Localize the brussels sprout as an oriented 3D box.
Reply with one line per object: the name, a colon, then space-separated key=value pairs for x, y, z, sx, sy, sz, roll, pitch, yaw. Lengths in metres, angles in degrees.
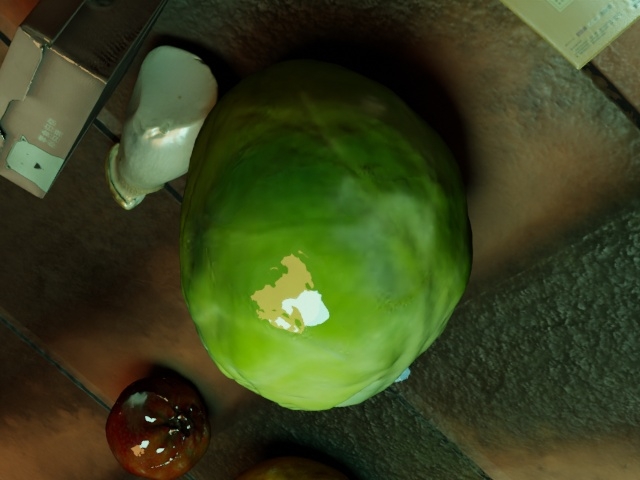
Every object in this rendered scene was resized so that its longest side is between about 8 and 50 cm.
brussels sprout: x=0.000 y=0.000 z=0.965 sx=0.268 sy=0.344 sz=0.344 roll=-3 pitch=137 yaw=-12

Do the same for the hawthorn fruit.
hawthorn fruit: x=-0.236 y=0.266 z=1.442 sx=0.148 sy=0.148 sz=0.172 roll=46 pitch=143 yaw=-15

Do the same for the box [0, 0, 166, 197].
box: x=-0.228 y=-0.173 z=0.965 sx=0.086 sy=0.215 sz=0.215 roll=32 pitch=139 yaw=-12

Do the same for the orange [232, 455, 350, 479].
orange: x=-0.040 y=0.414 z=1.403 sx=0.240 sy=0.240 sz=0.240 roll=17 pitch=136 yaw=17

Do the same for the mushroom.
mushroom: x=-0.170 y=-0.105 z=1.089 sx=0.225 sy=0.093 sz=0.116 roll=121 pitch=135 yaw=-55

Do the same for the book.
book: x=0.183 y=-0.226 z=0.817 sx=0.172 sy=0.012 sz=0.118 roll=39 pitch=138 yaw=-8

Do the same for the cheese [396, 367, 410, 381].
cheese: x=-0.007 y=0.097 z=1.217 sx=0.256 sy=0.037 sz=0.106 roll=32 pitch=137 yaw=-1
